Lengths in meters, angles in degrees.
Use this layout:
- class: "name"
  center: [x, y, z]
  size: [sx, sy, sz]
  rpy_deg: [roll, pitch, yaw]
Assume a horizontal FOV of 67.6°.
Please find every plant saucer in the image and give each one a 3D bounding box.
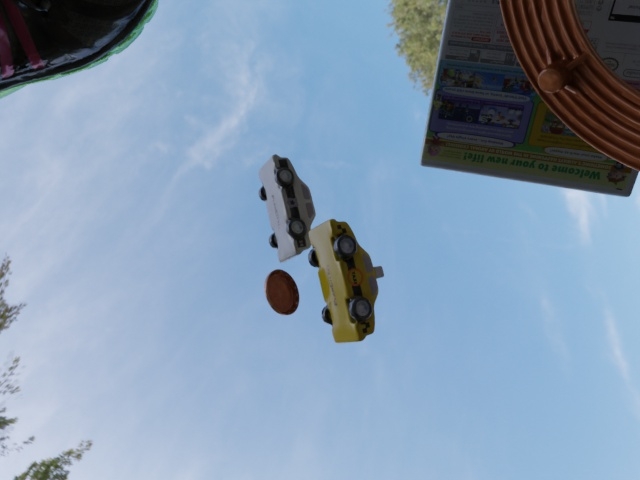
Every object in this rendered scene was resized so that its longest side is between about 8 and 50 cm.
- class: "plant saucer"
  center: [-0.069, 0.092, 0.842]
  size: [0.083, 0.013, 0.083]
  rpy_deg: [32, -134, -40]

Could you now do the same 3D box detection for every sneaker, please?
- class: "sneaker"
  center: [-0.378, -0.275, 0.542]
  size: [0.483, 0.202, 0.185]
  rpy_deg: [-36, -87, -4]

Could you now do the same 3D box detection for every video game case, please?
- class: "video game case"
  center: [0.220, -0.153, 0.471]
  size: [0.023, 0.212, 0.193]
  rpy_deg: [-54, -28, -65]

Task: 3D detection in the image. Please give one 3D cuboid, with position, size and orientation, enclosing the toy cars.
- class: "toy cars"
  center: [0.000, 0.000, 0.811]
  size: [0.087, 0.176, 0.393]
  rpy_deg: [-9, -140, -29]

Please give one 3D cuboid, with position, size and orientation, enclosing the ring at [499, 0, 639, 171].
- class: "ring"
  center: [0.241, -0.163, 0.264]
  size: [0.032, 0.336, 0.336]
  rpy_deg: [-36, -83, -24]
